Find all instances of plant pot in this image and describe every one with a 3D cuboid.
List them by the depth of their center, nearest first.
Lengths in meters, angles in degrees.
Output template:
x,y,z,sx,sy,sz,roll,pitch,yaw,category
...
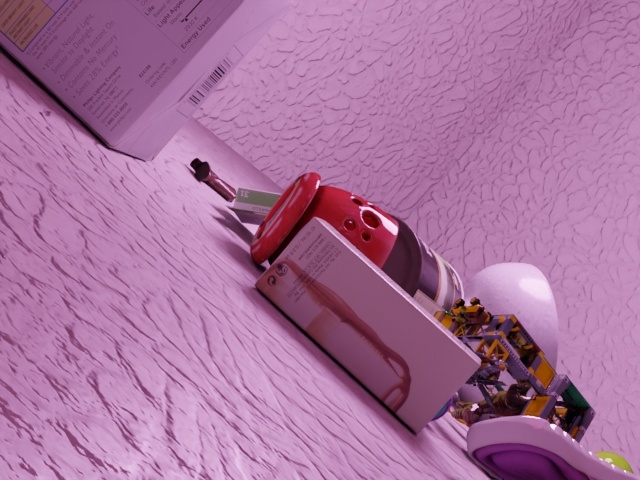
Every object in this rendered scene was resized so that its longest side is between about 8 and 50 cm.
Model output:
x,y,z,sx,sy,sz,roll,pitch,yaw,category
0.000,0.000,1.630,0.174,0.191,0.191,36,4,-8,plant pot

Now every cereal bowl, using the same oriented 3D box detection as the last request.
x,y,z,sx,sy,sz,roll,pitch,yaw,category
0.338,0.206,2.083,0.141,0.339,0.339,6,13,-13,cereal bowl

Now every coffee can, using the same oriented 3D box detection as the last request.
x,y,z,sx,sy,sz,roll,pitch,yaw,category
0.136,0.083,1.973,0.201,0.201,0.275,43,3,29,coffee can

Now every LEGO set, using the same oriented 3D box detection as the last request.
x,y,z,sx,sy,sz,roll,pitch,yaw,category
0.274,0.275,1.725,0.255,0.192,0.331,-1,-48,50,LEGO set

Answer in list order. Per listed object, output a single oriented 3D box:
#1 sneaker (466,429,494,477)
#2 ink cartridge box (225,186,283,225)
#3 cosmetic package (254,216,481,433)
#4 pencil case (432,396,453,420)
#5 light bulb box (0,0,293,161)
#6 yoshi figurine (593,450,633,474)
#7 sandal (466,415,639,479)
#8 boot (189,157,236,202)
x,y,z,sx,sy,sz,roll,pitch,yaw,category
0.282,0.349,1.581,0.161,0.057,0.075,43,20,0,sneaker
-0.067,-0.055,1.838,0.171,0.056,0.235,9,-7,3,ink cartridge box
0.068,0.114,1.443,0.296,0.129,0.153,41,2,9,cosmetic package
0.133,0.203,1.575,0.070,0.064,0.151,-7,33,-29,pencil case
-0.298,-0.373,1.587,0.361,0.358,0.225,43,2,5,light bulb box
0.631,0.534,2.059,0.362,0.203,0.203,40,-13,22,yoshi figurine
0.326,0.350,1.405,0.416,0.169,0.102,34,52,-35,sandal
-0.201,-0.110,2.072,0.114,0.037,0.106,45,4,-29,boot
